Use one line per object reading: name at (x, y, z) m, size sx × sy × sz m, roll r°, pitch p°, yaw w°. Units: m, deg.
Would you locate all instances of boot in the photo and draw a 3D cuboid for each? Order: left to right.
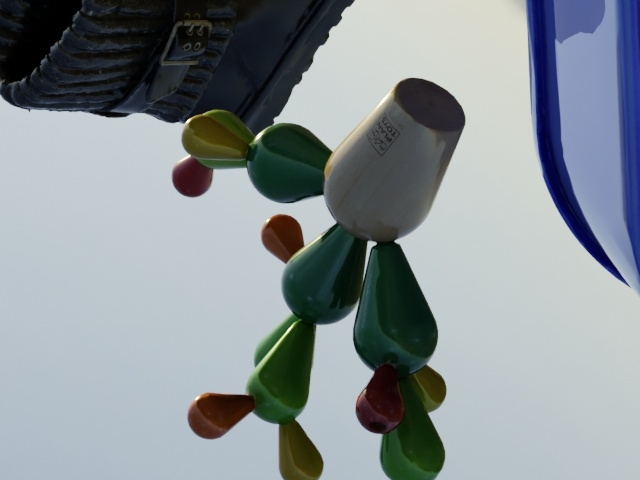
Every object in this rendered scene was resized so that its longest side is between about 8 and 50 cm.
boot at (-0.100, -0.238, 1.527) m, size 0.260 × 0.348 × 0.131 m, roll 14°, pitch -160°, yaw -41°

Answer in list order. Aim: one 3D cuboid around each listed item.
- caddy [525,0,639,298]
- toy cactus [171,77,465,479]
caddy at (0.210, -0.104, 0.763) m, size 0.179 × 0.241 × 0.341 m, roll -108°, pitch 11°, yaw -65°
toy cactus at (0.000, 0.000, 0.824) m, size 0.112 × 0.180 × 0.219 m, roll 2°, pitch -133°, yaw -31°
